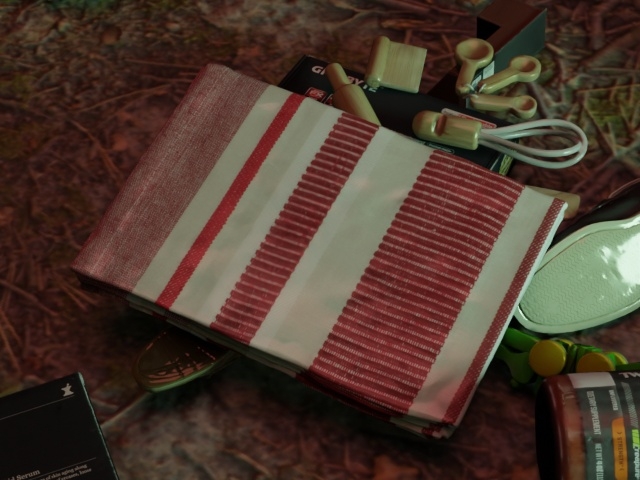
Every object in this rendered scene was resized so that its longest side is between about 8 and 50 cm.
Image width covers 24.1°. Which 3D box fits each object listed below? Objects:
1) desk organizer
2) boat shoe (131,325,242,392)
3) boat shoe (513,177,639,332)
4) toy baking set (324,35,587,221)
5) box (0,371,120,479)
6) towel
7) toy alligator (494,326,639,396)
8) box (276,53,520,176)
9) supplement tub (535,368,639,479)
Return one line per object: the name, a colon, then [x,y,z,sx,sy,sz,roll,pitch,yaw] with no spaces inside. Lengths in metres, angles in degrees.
desk organizer: [0.156,-0.177,1.416,0.050,0.047,0.130,28,54,29]
boat shoe: [-0.088,0.086,1.182,0.135,0.045,0.050,-28,59,-25]
boat shoe: [0.246,0.004,1.238,0.233,0.084,0.079,-31,15,-16]
toy baking set: [0.117,-0.104,1.289,0.196,0.030,0.256,-11,47,-9]
box: [-0.257,0.223,1.022,0.261,0.103,0.184,-17,51,-13]
towel: [0.000,0.000,1.184,0.329,0.037,0.237,23,61,14]
toy alligator: [0.172,0.100,1.159,0.189,0.056,0.051,13,92,23]
box: [0.040,-0.065,1.312,0.220,0.051,0.175,21,51,21]
supplement tub: [0.258,0.142,1.073,0.197,0.106,0.106,-4,47,-1]
